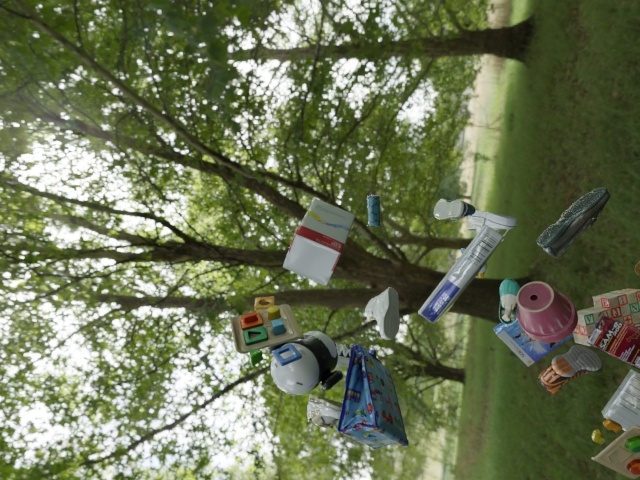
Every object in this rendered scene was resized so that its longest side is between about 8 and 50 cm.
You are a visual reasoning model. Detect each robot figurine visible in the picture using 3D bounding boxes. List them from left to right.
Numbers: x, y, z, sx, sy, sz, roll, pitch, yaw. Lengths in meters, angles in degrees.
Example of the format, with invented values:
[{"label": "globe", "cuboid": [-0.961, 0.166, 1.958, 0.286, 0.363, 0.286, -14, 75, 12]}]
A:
[{"label": "robot figurine", "cuboid": [-0.048, 0.407, 1.458, 0.278, 0.209, 0.173, -10, -96, -65]}]

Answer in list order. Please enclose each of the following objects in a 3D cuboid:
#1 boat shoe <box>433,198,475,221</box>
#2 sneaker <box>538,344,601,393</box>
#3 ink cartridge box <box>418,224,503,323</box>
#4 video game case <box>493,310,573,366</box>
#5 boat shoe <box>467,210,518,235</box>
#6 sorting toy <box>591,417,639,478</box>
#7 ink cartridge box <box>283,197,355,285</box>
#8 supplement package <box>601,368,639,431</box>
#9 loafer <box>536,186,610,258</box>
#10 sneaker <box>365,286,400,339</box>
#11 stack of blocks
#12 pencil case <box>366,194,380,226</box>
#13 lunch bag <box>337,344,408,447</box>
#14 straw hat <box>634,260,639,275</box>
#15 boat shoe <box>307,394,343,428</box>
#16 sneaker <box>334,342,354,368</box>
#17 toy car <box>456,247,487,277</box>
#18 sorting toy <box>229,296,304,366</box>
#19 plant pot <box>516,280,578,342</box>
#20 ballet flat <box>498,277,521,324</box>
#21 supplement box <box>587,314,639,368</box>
[{"label": "boat shoe", "cuboid": [0.559, -0.131, 1.831, 0.254, 0.079, 0.095, 175, 105, -78]}, {"label": "sneaker", "cuboid": [1.071, 0.564, 1.905, 0.124, 0.321, 0.180, 64, 144, 39]}, {"label": "ink cartridge box", "cuboid": [0.460, 0.106, 1.390, 0.324, 0.071, 0.330, -57, -21, 12]}, {"label": "video game case", "cuboid": [0.969, 0.409, 1.962, 0.244, 0.269, 0.061, 43, -163, -16]}, {"label": "boat shoe", "cuboid": [0.786, -0.053, 2.039, 0.367, 0.136, 0.156, -140, 59, -77]}, {"label": "sorting toy", "cuboid": [1.137, 0.780, 1.620, 0.229, 0.307, 0.041, -57, 12, 25]}, {"label": "ink cartridge box", "cuboid": [0.000, 0.000, 1.147, 0.176, 0.127, 0.128, -66, -2, -50]}, {"label": "supplement package", "cuboid": [1.379, 0.712, 1.919, 0.244, 0.134, 0.139, -60, -30, 7]}, {"label": "loafer", "cuboid": [0.819, -0.055, 1.393, 0.267, 0.084, 0.096, -43, 6, 6]}, {"label": "sneaker", "cuboid": [0.302, 0.387, 2.166, 0.108, 0.169, 0.292, 37, -139, -20]}, {"label": "stack of blocks", "cuboid": [1.198, 0.314, 1.805, 0.087, 0.297, 0.171, 161, 97, -82]}, {"label": "pencil case", "cuboid": [0.255, -0.142, 2.088, 0.070, 0.065, 0.151, -111, 18, -78]}, {"label": "lunch bag", "cuboid": [0.171, 0.488, 1.408, 0.221, 0.138, 0.293, 45, -143, -40]}, {"label": "straw hat", "cuboid": [1.391, 0.089, 1.818, 0.061, 0.144, 0.144, -67, -23, -46]}, {"label": "boat shoe", "cuboid": [0.029, 0.656, 1.646, 0.302, 0.113, 0.103, 142, 144, -67]}, {"label": "sneaker", "cuboid": [0.037, 0.502, 1.906, 0.110, 0.292, 0.118, -104, 28, -83]}, {"label": "toy car", "cuboid": [0.772, 0.107, 2.234, 0.159, 0.136, 0.182, 47, -144, -67]}, {"label": "sorting toy", "cuboid": [-0.163, 0.244, 1.278, 0.347, 0.196, 0.047, -127, 32, -61]}, {"label": "plant pot", "cuboid": [0.825, 0.252, 1.619, 0.180, 0.201, 0.201, 45, -130, -35]}, {"label": "ballet flat", "cuboid": [0.761, 0.258, 1.750, 0.247, 0.083, 0.087, 69, -145, -43]}, {"label": "supplement box", "cuboid": [1.115, 0.376, 1.581, 0.130, 0.073, 0.239, -61, 15, 1]}]
